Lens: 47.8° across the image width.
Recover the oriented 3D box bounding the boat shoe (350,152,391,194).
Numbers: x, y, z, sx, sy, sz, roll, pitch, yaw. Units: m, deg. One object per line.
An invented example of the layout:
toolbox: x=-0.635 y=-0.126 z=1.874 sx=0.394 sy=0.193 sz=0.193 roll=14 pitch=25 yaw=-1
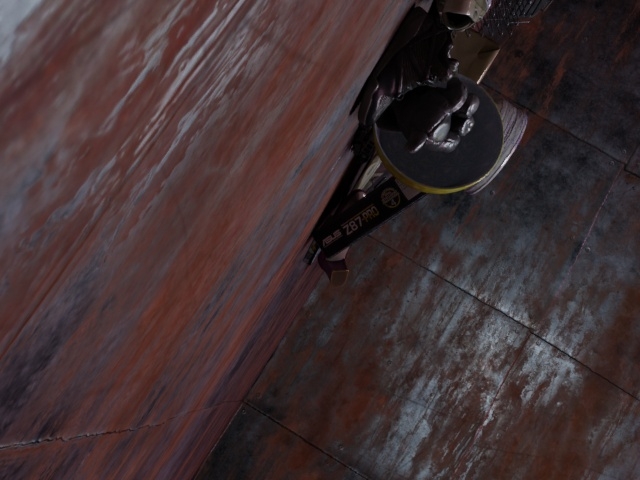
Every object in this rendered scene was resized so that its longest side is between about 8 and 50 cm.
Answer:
boat shoe: x=0.150 y=-0.148 z=2.304 sx=0.285 sy=0.092 sz=0.103 roll=-61 pitch=174 yaw=36

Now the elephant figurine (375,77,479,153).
elephant figurine: x=0.185 y=-0.284 z=1.467 sx=0.186 sy=0.239 sz=0.169 roll=14 pitch=113 yaw=-55

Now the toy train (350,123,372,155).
toy train: x=0.092 y=-0.233 z=1.559 sx=0.158 sy=0.027 sz=0.036 roll=111 pitch=0 yaw=-64

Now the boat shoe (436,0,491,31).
boat shoe: x=0.245 y=-0.425 z=1.295 sx=0.302 sy=0.109 sz=0.094 roll=-23 pitch=130 yaw=-76

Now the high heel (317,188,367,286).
high heel: x=0.060 y=-0.042 z=2.317 sx=0.181 sy=0.127 sz=0.377 roll=-112 pitch=-148 yaw=-47

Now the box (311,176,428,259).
box: x=0.201 y=-0.120 z=1.933 sx=0.395 sy=0.097 sz=0.318 roll=-35 pitch=178 yaw=34

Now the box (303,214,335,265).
box: x=0.000 y=0.000 z=2.105 sx=0.094 sy=0.027 sz=0.137 roll=-55 pitch=174 yaw=-43

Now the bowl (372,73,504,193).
bowl: x=0.247 y=-0.224 z=1.625 sx=0.289 sy=0.290 sz=0.156 roll=-57 pitch=178 yaw=-16

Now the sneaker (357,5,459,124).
sneaker: x=0.163 y=-0.289 z=1.298 sx=0.227 sy=0.130 sz=0.087 roll=-57 pitch=174 yaw=10

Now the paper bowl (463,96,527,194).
paper bowl: x=0.452 y=-0.286 z=2.088 sx=0.284 sy=0.148 sz=0.284 roll=-58 pitch=-173 yaw=11

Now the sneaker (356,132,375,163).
sneaker: x=0.117 y=-0.222 z=1.801 sx=0.069 sy=0.038 sz=0.098 roll=-56 pitch=175 yaw=-29

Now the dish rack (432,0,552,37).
dish rack: x=0.375 y=-0.502 z=1.535 sx=0.208 sy=0.272 sz=0.074 roll=110 pitch=-27 yaw=-72

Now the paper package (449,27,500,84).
paper package: x=0.342 y=-0.435 z=1.987 sx=0.309 sy=0.168 sz=0.325 roll=-59 pitch=176 yaw=15

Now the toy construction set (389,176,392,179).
toy construction set: x=0.325 y=-0.334 z=2.381 sx=0.309 sy=0.257 sz=0.237 roll=-38 pitch=-163 yaw=24
